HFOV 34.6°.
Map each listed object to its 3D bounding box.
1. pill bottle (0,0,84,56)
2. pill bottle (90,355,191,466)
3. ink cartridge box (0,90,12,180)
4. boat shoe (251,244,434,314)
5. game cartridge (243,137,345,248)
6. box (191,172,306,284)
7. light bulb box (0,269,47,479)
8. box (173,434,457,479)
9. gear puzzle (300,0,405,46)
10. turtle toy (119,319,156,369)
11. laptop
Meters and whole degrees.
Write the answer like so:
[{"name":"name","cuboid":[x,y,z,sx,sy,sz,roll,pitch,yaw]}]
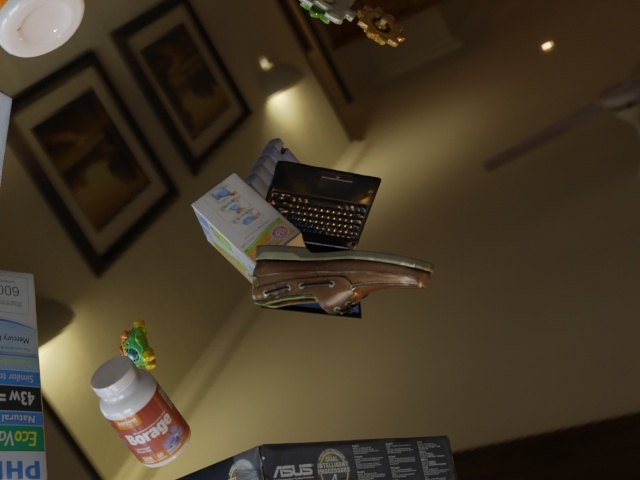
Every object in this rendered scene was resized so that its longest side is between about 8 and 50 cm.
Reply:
[{"name":"pill bottle","cuboid":[-0.404,-0.347,1.299,0.121,0.221,0.121,-34,160,-14]},{"name":"pill bottle","cuboid":[-0.355,0.333,2.013,0.121,0.216,0.121,-22,-149,14]},{"name":"ink cartridge box","cuboid":[-0.553,-0.151,1.572,0.069,0.371,0.176,-10,-147,-44]},{"name":"boat shoe","cuboid":[0.034,0.071,1.655,0.307,0.104,0.111,2,168,27]},{"name":"game cartridge","cuboid":[-0.065,-0.070,2.733,0.068,0.355,0.230,-12,-143,46]},{"name":"box","cuboid":[-0.122,-0.008,1.842,0.103,0.114,0.203,-38,-126,-15]},{"name":"light bulb box","cuboid":[-0.638,0.236,1.581,0.358,0.361,0.225,9,150,-39]},{"name":"box","cuboid":[-0.033,0.389,1.596,0.395,0.097,0.318,7,156,-41]},{"name":"gear puzzle","cuboid":[-0.011,-0.409,1.635,0.044,0.339,0.175,-54,-174,43]},{"name":"turtle toy","cuboid":[-0.392,0.233,2.185,0.066,0.095,0.130,-16,155,-15]},{"name":"laptop","cuboid":[0.000,0.000,2.056,0.234,0.264,0.136,8,-155,-25]}]
